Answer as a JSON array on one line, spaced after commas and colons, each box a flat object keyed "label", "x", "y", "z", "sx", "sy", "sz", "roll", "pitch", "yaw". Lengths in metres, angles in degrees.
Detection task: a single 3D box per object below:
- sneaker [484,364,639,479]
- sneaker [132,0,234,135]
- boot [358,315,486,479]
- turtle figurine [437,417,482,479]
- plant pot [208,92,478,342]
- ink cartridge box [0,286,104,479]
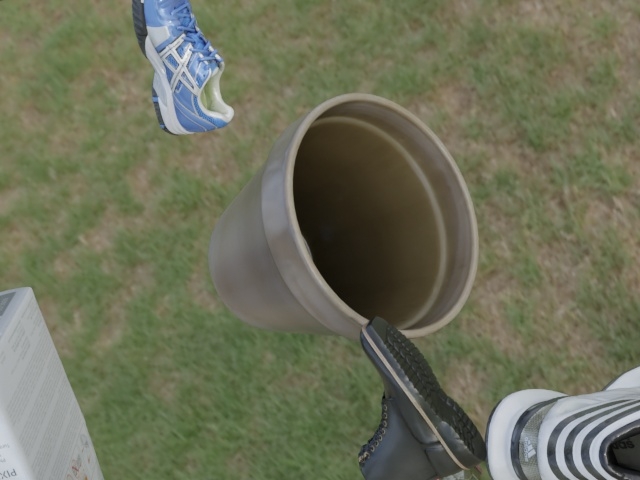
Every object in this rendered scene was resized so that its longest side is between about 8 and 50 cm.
[{"label": "sneaker", "x": 0.439, "y": 0.250, "z": 1.490, "sx": 0.257, "sy": 0.447, "sz": 0.169, "roll": -1, "pitch": 91, "yaw": 51}, {"label": "sneaker", "x": -0.150, "y": -0.216, "z": 1.364, "sx": 0.081, "sy": 0.211, "sz": 0.080, "roll": 5, "pitch": 38, "yaw": 25}, {"label": "boot", "x": 0.071, "y": 0.196, "z": 1.354, "sx": 0.137, "sy": 0.198, "sz": 0.077, "roll": -35, "pitch": 2, "yaw": 24}, {"label": "turtle figurine", "x": 0.169, "y": 0.327, "z": 1.656, "sx": 0.118, "sy": 0.175, "sz": 0.234, "roll": -52, "pitch": 20, "yaw": 27}, {"label": "plant pot", "x": 0.000, "y": 0.000, "z": 1.640, "sx": 0.280, "sy": 0.323, "sz": 0.323, "roll": -22, "pitch": 43, "yaw": 47}, {"label": "ink cartridge box", "x": -0.434, "y": 0.301, "z": 1.824, "sx": 0.091, "sy": 0.385, "sz": 0.308, "roll": -15, "pitch": 19, "yaw": 4}]
